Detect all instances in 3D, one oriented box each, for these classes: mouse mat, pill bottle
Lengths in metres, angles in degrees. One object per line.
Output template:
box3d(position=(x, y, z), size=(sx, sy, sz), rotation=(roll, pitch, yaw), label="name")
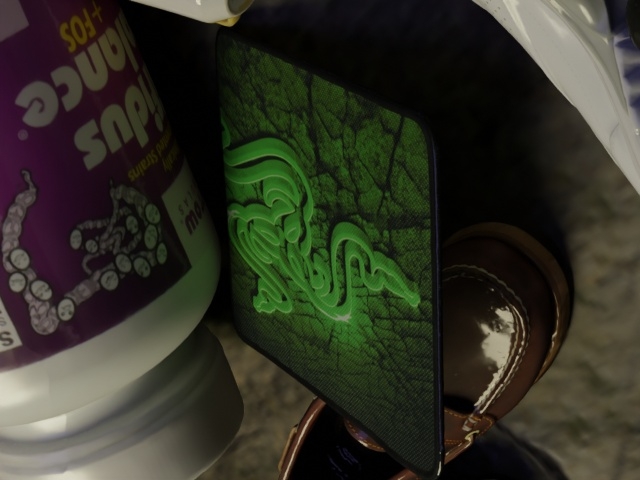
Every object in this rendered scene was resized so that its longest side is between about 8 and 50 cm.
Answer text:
box3d(position=(0.000, 0.000, 0.755), size=(0.190, 0.007, 0.152), rotation=(32, 130, 57), label="mouse mat")
box3d(position=(-0.145, -0.023, 0.836), size=(0.169, 0.169, 0.301), rotation=(4, 125, 46), label="pill bottle")

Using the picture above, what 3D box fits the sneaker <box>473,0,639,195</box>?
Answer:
box3d(position=(0.099, -0.084, 0.600), size=(0.232, 0.090, 0.115), rotation=(51, 177, -19), label="sneaker")

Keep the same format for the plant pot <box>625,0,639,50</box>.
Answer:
box3d(position=(0.178, -0.096, 0.411), size=(0.188, 0.167, 0.187), rotation=(34, 142, 21), label="plant pot")

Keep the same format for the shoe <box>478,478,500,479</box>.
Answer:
box3d(position=(0.033, 0.163, 0.912), size=(0.076, 0.058, 0.219), rotation=(36, 152, -14), label="shoe")

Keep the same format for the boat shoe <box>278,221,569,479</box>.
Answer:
box3d(position=(0.040, 0.069, 0.798), size=(0.073, 0.073, 0.207), rotation=(43, 143, 10), label="boat shoe")

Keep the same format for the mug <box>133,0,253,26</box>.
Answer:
box3d(position=(-0.053, -0.121, 0.754), size=(0.064, 0.078, 0.062), rotation=(26, 106, 18), label="mug")
